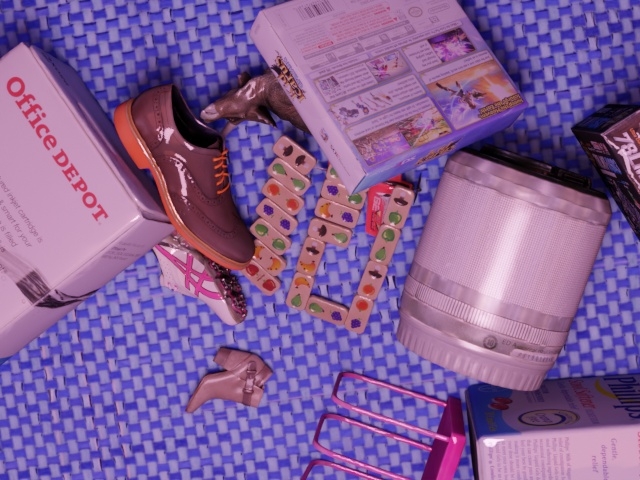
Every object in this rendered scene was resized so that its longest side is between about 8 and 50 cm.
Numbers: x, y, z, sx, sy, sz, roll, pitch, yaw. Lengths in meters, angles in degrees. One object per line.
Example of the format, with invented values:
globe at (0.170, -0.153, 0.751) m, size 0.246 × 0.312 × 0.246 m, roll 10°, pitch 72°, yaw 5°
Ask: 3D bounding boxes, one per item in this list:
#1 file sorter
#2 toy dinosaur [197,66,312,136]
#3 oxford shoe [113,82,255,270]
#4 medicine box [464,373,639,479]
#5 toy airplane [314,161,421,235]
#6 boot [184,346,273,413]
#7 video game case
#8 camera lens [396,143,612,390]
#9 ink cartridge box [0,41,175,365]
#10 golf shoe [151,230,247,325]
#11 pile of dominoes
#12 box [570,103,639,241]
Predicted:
file sorter at (0.060, 0.342, 1.591) m, size 0.182 × 0.202 × 0.291 m, roll 18°, pitch 97°, yaw 3°
toy dinosaur at (0.005, -0.183, 1.580) m, size 0.313 × 0.160 × 0.121 m, roll 13°, pitch 62°, yaw -7°
oxford shoe at (-0.155, -0.079, 1.559) m, size 0.098 × 0.097 × 0.271 m, roll -26°, pitch 111°, yaw 26°
medicine box at (0.340, 0.275, 1.532) m, size 0.289 × 0.263 × 0.149 m, roll -5°, pitch 96°, yaw 4°
toy airplane at (0.063, -0.082, 1.630) m, size 0.151 × 0.028 × 0.151 m, roll 0°, pitch 90°, yaw 3°
boot at (-0.124, 0.208, 1.669) m, size 0.087 × 0.042 × 0.118 m, roll 30°, pitch 98°, yaw -2°
video game case at (0.086, -0.209, 1.486) m, size 0.269 × 0.061 × 0.244 m, roll -24°, pitch 73°, yaw -29°
camera lens at (0.232, 0.028, 1.534) m, size 0.219 × 0.219 × 0.274 m, roll 18°, pitch 97°, yaw 2°
ink cartridge box at (-0.429, -0.021, 1.579) m, size 0.395 × 0.166 × 0.285 m, roll -37°, pitch 81°, yaw 7°
golf shoe at (-0.173, 0.047, 1.645) m, size 0.086 × 0.067 × 0.186 m, roll -39°, pitch 82°, yaw 13°
pile of dominoes at (0.000, 0.000, 1.593) m, size 0.195 × 0.040 × 0.251 m, roll 19°, pitch 119°, yaw 2°
box at (0.427, -0.030, 1.478) m, size 0.073 × 0.295 × 0.293 m, roll -31°, pitch 92°, yaw 7°
